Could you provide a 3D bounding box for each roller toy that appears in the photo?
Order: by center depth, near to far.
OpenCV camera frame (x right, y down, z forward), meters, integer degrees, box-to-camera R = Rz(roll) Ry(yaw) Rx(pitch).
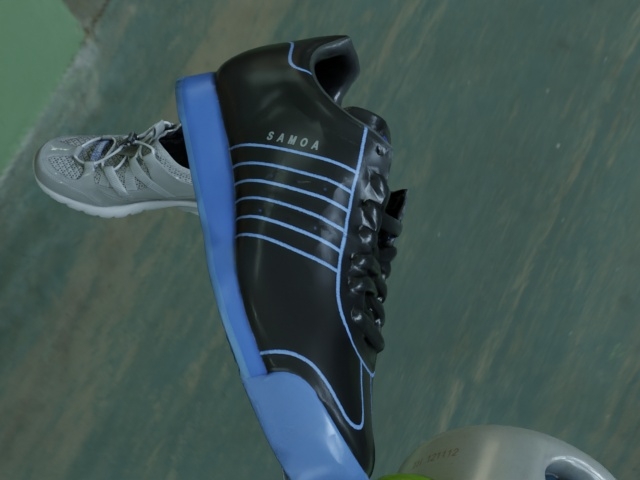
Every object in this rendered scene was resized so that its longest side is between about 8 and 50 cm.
[{"bbox_3d":[0.131,0.237,0.818,0.191,0.209,0.146,8,37,18],"label":"roller toy"}]

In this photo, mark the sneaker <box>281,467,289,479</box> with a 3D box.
[{"bbox_3d":[-0.008,0.176,1.184,0.051,0.089,0.170,4,58,28],"label":"sneaker"}]

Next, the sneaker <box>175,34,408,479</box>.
[{"bbox_3d":[0.000,0.000,0.498,0.090,0.081,0.232,-20,59,5],"label":"sneaker"}]

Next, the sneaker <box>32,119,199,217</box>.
[{"bbox_3d":[-0.183,-0.095,1.238,0.281,0.115,0.105,3,51,9],"label":"sneaker"}]
